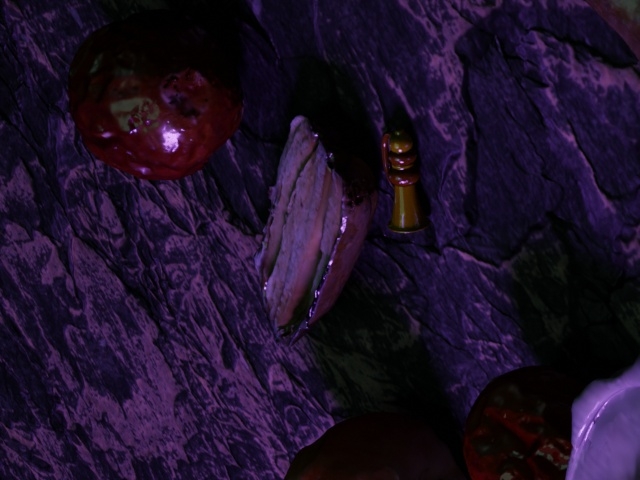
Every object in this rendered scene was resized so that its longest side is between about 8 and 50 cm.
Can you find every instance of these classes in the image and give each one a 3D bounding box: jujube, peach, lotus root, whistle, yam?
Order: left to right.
[{"bbox_3d":[-0.194,-0.163,2.169,0.290,0.197,0.197,15,128,67],"label":"jujube"},{"bbox_3d":[0.000,0.000,2.142,0.329,0.078,0.167,111,146,-52],"label":"lotus root"},{"bbox_3d":[0.052,0.308,2.169,0.235,0.214,0.214,-31,89,45],"label":"peach"},{"bbox_3d":[0.087,-0.068,2.011,0.046,0.057,0.109,-5,107,7],"label":"whistle"},{"bbox_3d":[0.255,0.223,1.872,0.250,0.174,0.174,31,137,33],"label":"jujube"},{"bbox_3d":[0.286,-0.186,1.607,0.127,0.084,0.084,50,146,10],"label":"yam"}]

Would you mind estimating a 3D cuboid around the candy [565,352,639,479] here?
[{"bbox_3d":[0.343,0.267,1.575,0.427,0.186,0.386,30,121,59],"label":"candy"}]
